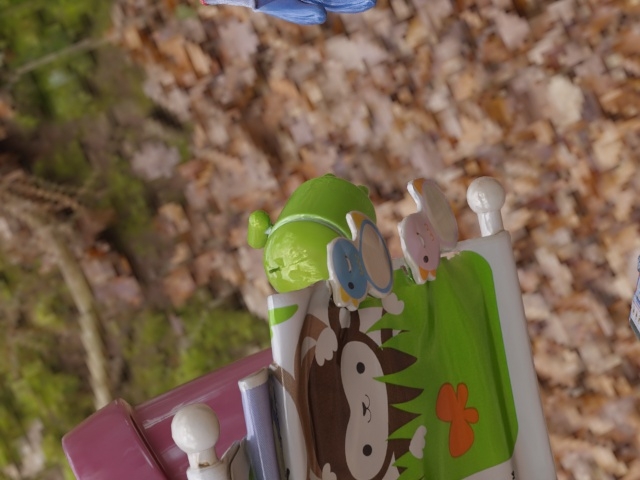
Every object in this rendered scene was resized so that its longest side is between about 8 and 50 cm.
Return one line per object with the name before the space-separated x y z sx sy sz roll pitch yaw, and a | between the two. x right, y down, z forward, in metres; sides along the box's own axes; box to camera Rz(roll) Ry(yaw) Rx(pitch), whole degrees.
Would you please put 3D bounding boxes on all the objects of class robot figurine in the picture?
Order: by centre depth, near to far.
robot figurine | 0.000 0.000 1.146 0.115 0.101 0.067 -64 -5 -55

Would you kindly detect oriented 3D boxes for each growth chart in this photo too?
growth chart | 0.026 0.077 0.598 0.021 0.237 0.172 -8 105 35

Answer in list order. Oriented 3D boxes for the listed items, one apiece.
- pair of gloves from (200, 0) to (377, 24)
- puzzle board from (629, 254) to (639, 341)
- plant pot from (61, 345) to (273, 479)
pair of gloves | 0.003 -0.230 1.335 0.159 0.198 0.023 7 129 24
puzzle board | 0.208 0.025 1.006 0.128 0.011 0.096 -89 9 -74
plant pot | -0.056 0.172 1.188 0.201 0.180 0.201 54 174 8
